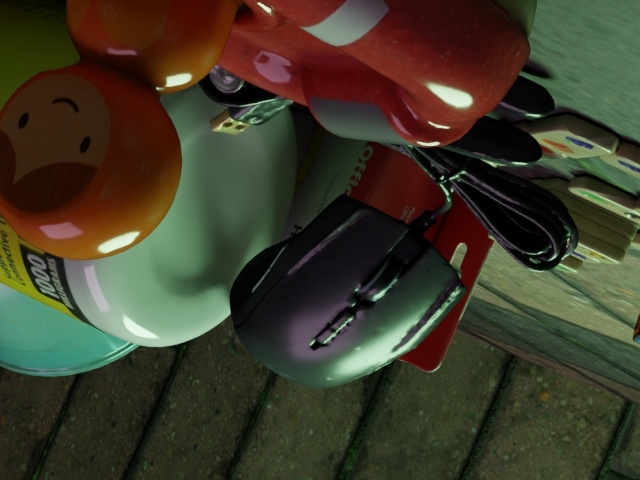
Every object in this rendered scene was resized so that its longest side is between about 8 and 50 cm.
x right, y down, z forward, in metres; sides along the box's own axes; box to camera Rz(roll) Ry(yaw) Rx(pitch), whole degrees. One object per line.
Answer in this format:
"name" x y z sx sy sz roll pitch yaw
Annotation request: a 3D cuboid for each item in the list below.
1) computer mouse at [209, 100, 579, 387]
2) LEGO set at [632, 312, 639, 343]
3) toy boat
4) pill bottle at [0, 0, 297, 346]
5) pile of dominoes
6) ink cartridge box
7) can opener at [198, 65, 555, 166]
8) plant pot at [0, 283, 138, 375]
"computer mouse" -0.004 0.004 0.847 0.184 0.060 0.262 40 140 -17
"LEGO set" 0.307 0.057 0.922 0.182 0.060 0.244 26 164 -25
"toy boat" -0.056 -0.067 0.469 0.231 0.151 0.151 26 174 -30
"pill bottle" -0.196 -0.069 1.000 0.334 0.188 0.188 21 175 33
"pile of dominoes" 0.168 -0.003 0.836 0.196 0.040 0.251 25 176 -10
"ink cartridge box" 0.003 -0.009 1.032 0.078 0.134 0.231 28 174 -42
"can opener" 0.017 -0.080 0.687 0.186 0.073 0.059 19 136 22
"plant pot" -0.275 -0.048 1.417 0.271 0.272 0.255 22 160 23
